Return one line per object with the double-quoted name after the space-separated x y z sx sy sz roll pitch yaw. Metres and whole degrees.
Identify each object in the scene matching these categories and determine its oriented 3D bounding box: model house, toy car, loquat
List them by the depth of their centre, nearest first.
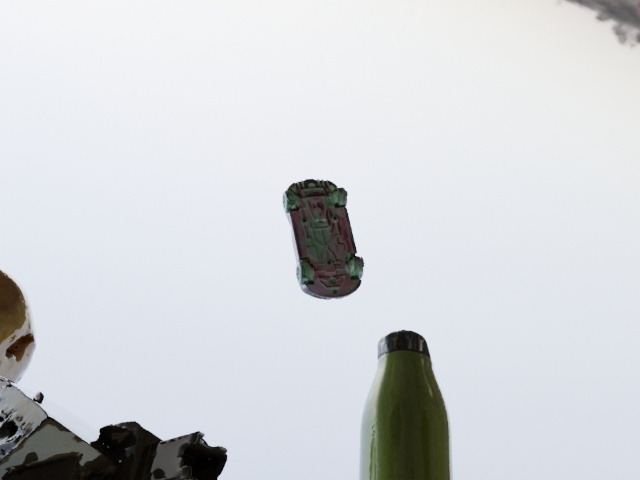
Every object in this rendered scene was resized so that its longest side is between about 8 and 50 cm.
-0.186 0.225 0.659 0.211 0.243 0.204 48 -147 -37 "model house"
0.000 0.000 0.868 0.069 0.055 0.142 -5 -115 -16 "toy car"
-0.473 0.122 1.063 0.208 0.208 0.208 19 -152 -11 "loquat"

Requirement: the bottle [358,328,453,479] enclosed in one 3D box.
0.103 0.235 0.997 0.112 0.112 0.260 16 -127 -17 "bottle"
